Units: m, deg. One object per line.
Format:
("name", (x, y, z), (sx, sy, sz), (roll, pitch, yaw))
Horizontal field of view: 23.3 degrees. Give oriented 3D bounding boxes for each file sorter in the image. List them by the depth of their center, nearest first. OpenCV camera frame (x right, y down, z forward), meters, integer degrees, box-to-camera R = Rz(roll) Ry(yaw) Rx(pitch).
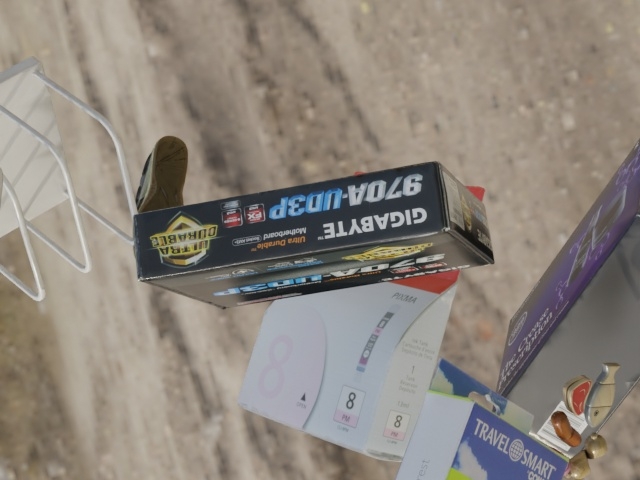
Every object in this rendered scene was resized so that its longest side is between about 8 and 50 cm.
("file sorter", (-0.357, -0.028, 1.661), (0.173, 0.278, 0.193), (35, 146, 37))

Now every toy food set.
("toy food set", (0.219, 0.165, 1.321), (0.019, 0.078, 0.122), (36, 126, 49))

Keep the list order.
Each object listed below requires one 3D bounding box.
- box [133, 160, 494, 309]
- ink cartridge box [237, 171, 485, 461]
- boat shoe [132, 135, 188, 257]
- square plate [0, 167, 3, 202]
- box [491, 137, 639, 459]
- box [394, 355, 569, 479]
("box", (0.000, 0.000, 1.105), (0.175, 0.220, 0.051), (29, -127, -72))
("ink cartridge box", (0.030, 0.053, 1.310), (0.189, 0.066, 0.232), (11, 87, 54))
("boat shoe", (-0.185, -0.043, 1.787), (0.049, 0.056, 0.152), (165, 120, -72))
("square plate", (-0.448, 0.049, 1.267), (0.049, 0.347, 0.344), (98, 171, -50))
("box", (0.279, 0.053, 1.498), (0.261, 0.103, 0.184), (-59, 1, 30))
("box", (0.081, 0.170, 0.904), (0.042, 0.109, 0.178), (8, 71, 45))
